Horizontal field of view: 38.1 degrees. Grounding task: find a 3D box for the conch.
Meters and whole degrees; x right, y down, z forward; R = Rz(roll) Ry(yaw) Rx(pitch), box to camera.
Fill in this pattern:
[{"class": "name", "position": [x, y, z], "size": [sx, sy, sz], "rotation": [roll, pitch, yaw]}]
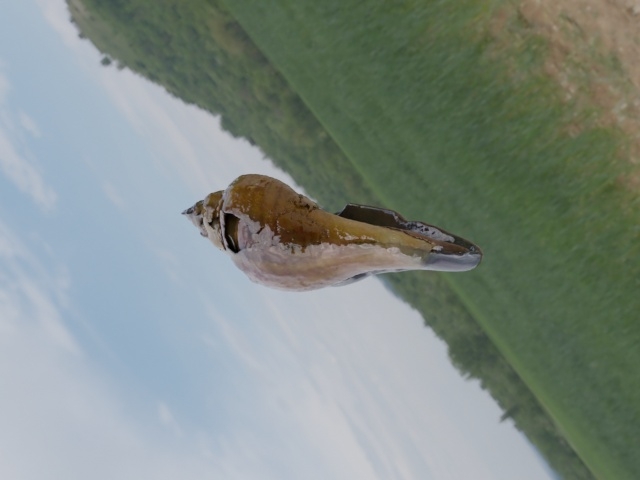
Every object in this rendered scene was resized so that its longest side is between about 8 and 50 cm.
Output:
[{"class": "conch", "position": [-0.002, 0.004, 0.670], "size": [0.232, 0.080, 0.086], "rotation": [16, -163, 11]}]
